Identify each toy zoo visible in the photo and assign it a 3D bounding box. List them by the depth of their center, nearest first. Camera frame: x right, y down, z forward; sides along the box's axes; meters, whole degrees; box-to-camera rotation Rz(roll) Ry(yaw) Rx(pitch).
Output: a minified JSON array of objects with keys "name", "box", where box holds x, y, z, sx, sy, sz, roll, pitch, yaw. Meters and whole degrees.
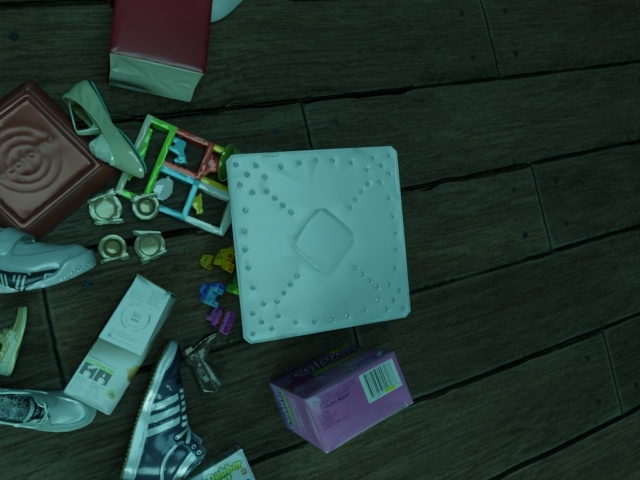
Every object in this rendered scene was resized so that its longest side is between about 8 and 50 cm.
[{"name":"toy zoo","box":[-0.280,-0.133,1.226,0.293,0.030,0.193,22,76,-19]}]

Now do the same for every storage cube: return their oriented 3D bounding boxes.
[{"name":"storage cube","box":[-0.343,-0.428,1.156,0.214,0.183,0.193,6,82,-22]}]

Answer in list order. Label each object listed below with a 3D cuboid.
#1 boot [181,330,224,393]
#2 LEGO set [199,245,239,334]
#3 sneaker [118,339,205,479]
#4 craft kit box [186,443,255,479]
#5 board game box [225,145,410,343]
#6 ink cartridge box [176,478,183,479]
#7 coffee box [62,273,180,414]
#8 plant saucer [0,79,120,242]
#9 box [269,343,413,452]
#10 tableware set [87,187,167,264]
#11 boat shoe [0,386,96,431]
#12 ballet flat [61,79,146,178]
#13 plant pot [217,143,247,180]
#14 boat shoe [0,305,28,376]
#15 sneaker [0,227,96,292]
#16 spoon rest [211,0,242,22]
[{"name":"boot","box":[-0.233,0.265,1.193,0.106,0.037,0.114,-31,92,-10]},{"name":"LEGO set","box":[-0.220,0.078,1.205,0.087,0.093,0.227,41,61,-46]},{"name":"sneaker","box":[-0.293,0.354,1.122,0.153,0.099,0.283,18,84,-15]},{"name":"craft kit box","box":[-0.229,0.602,1.145,0.249,0.061,0.247,-25,91,-23]},{"name":"board game box","box":[0.000,0.000,1.207,0.389,0.050,0.391,-6,93,-20]},{"name":"ink cartridge box","box":[-0.219,0.605,1.081,0.232,0.066,0.189,33,75,-24]},{"name":"coffee box","box":[-0.388,0.198,1.081,0.098,0.141,0.247,33,73,-15]},{"name":"plant saucer","box":[-0.586,-0.158,1.095,0.259,0.047,0.258,47,69,-10]},{"name":"box","box":[0.036,0.326,1.185,0.213,0.243,0.118,-22,92,-23]},{"name":"tableware set","box":[-0.403,-0.028,1.151,0.140,0.020,0.169,-9,99,-16]},{"name":"boat shoe","box":[-0.543,0.321,1.034,0.227,0.081,0.080,13,79,-20]},{"name":"ballet flat","box":[-0.450,-0.217,1.124,0.086,0.086,0.249,-30,77,-23]},{"name":"plant pot","box":[-0.174,-0.162,1.221,0.079,0.083,0.084,14,78,-33]},{"name":"boat shoe","box":[-0.593,0.189,1.047,0.045,0.050,0.136,16,78,-25]},{"name":"sneaker","box":[-0.604,-0.013,0.986,0.365,0.137,0.211,-5,96,-10]},{"name":"spoon rest","box":[-0.212,-0.605,1.299,0.276,0.084,0.137,-24,92,-10]}]
